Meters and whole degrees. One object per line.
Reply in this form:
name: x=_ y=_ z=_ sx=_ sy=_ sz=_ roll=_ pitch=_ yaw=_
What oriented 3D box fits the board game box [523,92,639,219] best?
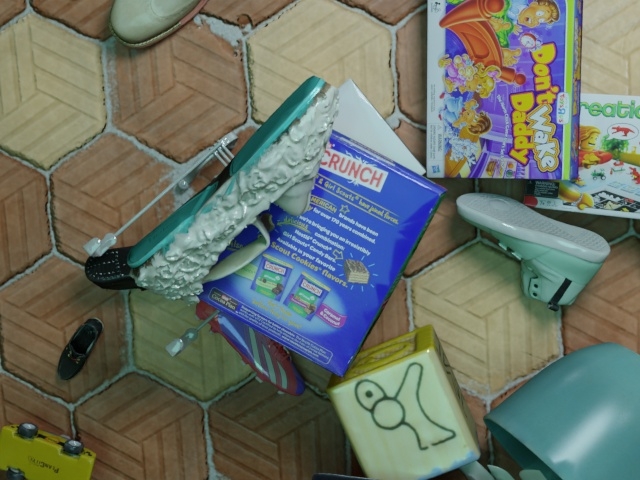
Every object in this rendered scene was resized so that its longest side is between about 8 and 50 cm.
board game box: x=0.489 y=-0.133 z=1.406 sx=0.306 sy=0.053 sz=0.192 roll=8 pitch=97 yaw=25

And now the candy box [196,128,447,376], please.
candy box: x=0.000 y=0.000 z=1.339 sx=0.268 sy=0.122 sz=0.317 roll=29 pitch=103 yaw=6

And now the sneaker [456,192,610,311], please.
sneaker: x=0.326 y=0.025 z=1.458 sx=0.256 sy=0.094 sz=0.151 roll=23 pitch=126 yaw=8

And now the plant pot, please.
plant pot: x=0.446 y=0.304 z=1.400 sx=0.235 sy=0.293 sz=0.293 roll=-44 pitch=90 yaw=-7

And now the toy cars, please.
toy cars: x=-0.581 y=0.438 z=1.627 sx=0.394 sy=0.087 sz=0.176 roll=-25 pitch=88 yaw=12

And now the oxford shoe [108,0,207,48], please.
oxford shoe: x=-0.221 y=-0.483 z=1.447 sx=0.140 sy=0.146 sz=0.397 roll=42 pitch=99 yaw=0

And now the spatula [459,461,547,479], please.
spatula: x=0.332 y=0.430 z=1.466 sx=0.168 sy=0.019 sz=0.242 roll=-6 pitch=136 yaw=37

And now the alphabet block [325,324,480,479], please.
alphabet block: x=0.139 y=0.278 z=1.469 sx=0.193 sy=0.193 sz=0.197 roll=-23 pitch=93 yaw=7

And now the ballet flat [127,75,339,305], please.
ballet flat: x=-0.099 y=-0.057 z=1.242 sx=0.409 sy=0.147 sz=0.147 roll=-41 pitch=91 yaw=18

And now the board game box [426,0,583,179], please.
board game box: x=0.292 y=-0.273 z=1.407 sx=0.234 sy=0.078 sz=0.346 roll=3 pitch=98 yaw=26

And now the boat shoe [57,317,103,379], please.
boat shoe: x=-0.443 y=0.200 z=1.604 sx=0.049 sy=0.042 sz=0.133 roll=34 pitch=100 yaw=0

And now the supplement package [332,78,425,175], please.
supplement package: x=0.036 y=-0.127 z=1.456 sx=0.203 sy=0.149 sz=0.194 roll=-39 pitch=92 yaw=9

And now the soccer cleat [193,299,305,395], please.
soccer cleat: x=-0.111 y=0.171 z=1.545 sx=0.248 sy=0.083 sz=0.095 roll=42 pitch=94 yaw=3

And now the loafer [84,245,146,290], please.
loafer: x=-0.300 y=0.046 z=1.561 sx=0.220 sy=0.078 sz=0.080 roll=-3 pitch=64 yaw=-4

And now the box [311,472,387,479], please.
box: x=0.084 y=0.692 z=1.299 sx=0.298 sy=0.479 sz=0.471 roll=5 pitch=124 yaw=8

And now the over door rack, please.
over door rack: x=-0.200 y=0.004 z=1.498 sx=0.324 sy=0.108 sz=0.239 roll=-40 pitch=85 yaw=-11
